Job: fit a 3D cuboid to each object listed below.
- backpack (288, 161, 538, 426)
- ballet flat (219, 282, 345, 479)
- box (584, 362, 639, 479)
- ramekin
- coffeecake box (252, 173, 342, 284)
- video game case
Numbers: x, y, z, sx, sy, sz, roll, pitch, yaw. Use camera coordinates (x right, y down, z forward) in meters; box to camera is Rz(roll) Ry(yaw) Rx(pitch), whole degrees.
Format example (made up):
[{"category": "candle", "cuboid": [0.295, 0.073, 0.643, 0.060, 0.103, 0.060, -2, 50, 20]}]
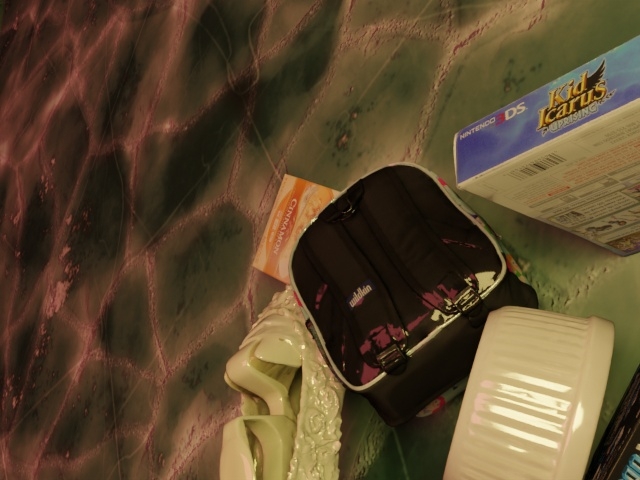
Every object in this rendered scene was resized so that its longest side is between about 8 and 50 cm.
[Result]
[{"category": "backpack", "cuboid": [0.093, 0.048, 1.044, 0.225, 0.191, 0.253, -40, 49, 6]}, {"category": "ballet flat", "cuboid": [-0.046, 0.196, 1.078, 0.147, 0.147, 0.409, -38, 39, 38]}, {"category": "box", "cuboid": [0.261, 0.155, 0.764, 0.051, 0.175, 0.220, 25, 122, 15]}, {"category": "ramekin", "cuboid": [0.183, 0.157, 0.866, 0.109, 0.207, 0.207, 15, 87, 13]}, {"category": "coffeecake box", "cuboid": [0.000, 0.000, 1.311, 0.185, 0.068, 0.142, 22, 92, 54]}, {"category": "video game case", "cuboid": [0.293, -0.080, 0.805, 0.269, 0.244, 0.061, -25, 55, 45]}]
